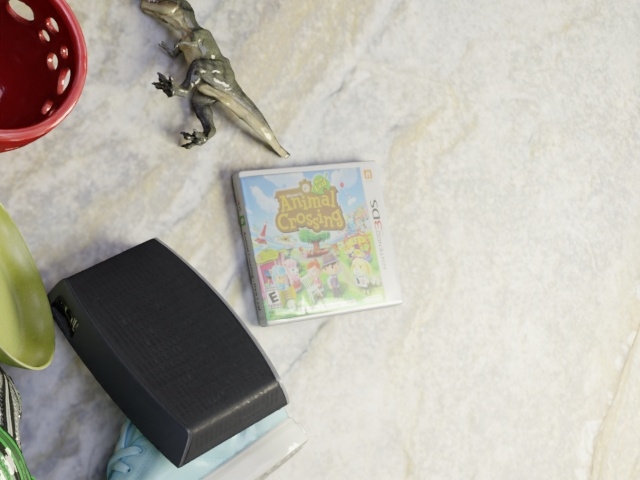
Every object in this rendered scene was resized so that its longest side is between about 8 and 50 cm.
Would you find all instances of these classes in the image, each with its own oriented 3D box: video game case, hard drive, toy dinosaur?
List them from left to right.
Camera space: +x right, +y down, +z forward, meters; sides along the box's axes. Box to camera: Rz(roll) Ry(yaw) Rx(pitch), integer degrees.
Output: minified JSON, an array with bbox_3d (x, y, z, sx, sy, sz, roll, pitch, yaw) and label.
[{"bbox_3d":[-0.165,0.109,1.388,0.172,0.054,0.254,-26,61,-34],"label":"hard drive"},{"bbox_3d":[-0.139,-0.182,1.544,0.268,0.064,0.118,54,51,-14],"label":"toy dinosaur"},{"bbox_3d":[0.000,0.000,1.608,0.212,0.023,0.193,-7,82,-33],"label":"video game case"}]

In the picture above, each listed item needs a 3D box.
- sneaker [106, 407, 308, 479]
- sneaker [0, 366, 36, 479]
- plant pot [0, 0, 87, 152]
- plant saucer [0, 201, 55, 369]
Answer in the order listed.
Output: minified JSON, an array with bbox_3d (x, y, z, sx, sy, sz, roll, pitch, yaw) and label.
[{"bbox_3d":[-0.191,0.261,1.380,0.366,0.135,0.150,-30,75,-35],"label":"sneaker"},{"bbox_3d":[-0.388,0.135,1.289,0.146,0.134,0.343,7,64,-67],"label":"sneaker"},{"bbox_3d":[-0.361,-0.174,1.328,0.191,0.174,0.191,9,73,-31],"label":"plant pot"},{"bbox_3d":[-0.346,0.028,1.292,0.037,0.241,0.241,-25,94,6],"label":"plant saucer"}]
